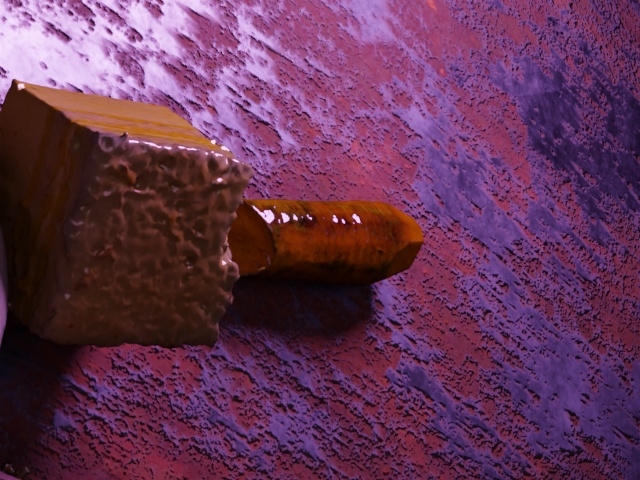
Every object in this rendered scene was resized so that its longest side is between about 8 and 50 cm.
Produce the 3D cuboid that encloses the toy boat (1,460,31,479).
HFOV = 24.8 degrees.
[{"bbox_3d":[-0.357,0.256,1.457,0.149,0.047,0.049,-12,78,-37],"label":"toy boat"}]

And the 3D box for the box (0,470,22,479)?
[{"bbox_3d":[-0.310,0.331,1.373,0.215,0.086,0.215,21,73,-10],"label":"box"}]

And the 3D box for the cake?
[{"bbox_3d":[-0.240,-0.037,1.538,0.227,0.286,0.222,8,105,-42],"label":"cake"}]

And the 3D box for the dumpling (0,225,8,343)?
[{"bbox_3d":[-0.426,0.033,1.369,0.260,0.181,0.341,0,75,-14],"label":"dumpling"}]

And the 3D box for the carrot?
[{"bbox_3d":[0.000,0.000,1.842,0.302,0.114,0.114,2,75,-42],"label":"carrot"}]
